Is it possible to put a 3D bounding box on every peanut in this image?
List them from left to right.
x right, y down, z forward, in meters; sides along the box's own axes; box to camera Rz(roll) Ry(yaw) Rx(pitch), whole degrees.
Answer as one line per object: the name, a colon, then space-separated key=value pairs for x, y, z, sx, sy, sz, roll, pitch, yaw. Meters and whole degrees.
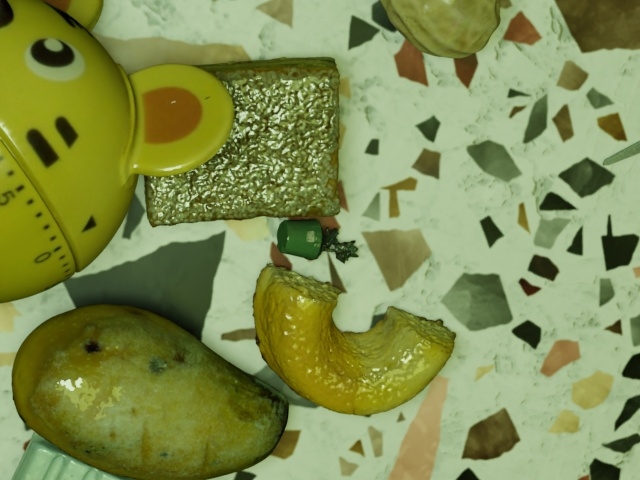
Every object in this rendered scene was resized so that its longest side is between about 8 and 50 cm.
peanut: x=0.105 y=-0.360 z=1.579 sx=0.153 sy=0.140 sz=0.325 roll=-29 pitch=97 yaw=-22

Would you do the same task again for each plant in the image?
plant: x=0.000 y=0.000 z=1.661 sx=0.102 sy=0.051 sz=0.051 roll=8 pitch=97 yaw=-23

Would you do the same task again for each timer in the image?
timer: x=-0.328 y=-0.129 z=1.452 sx=0.387 sy=0.376 sz=0.376 roll=-39 pitch=102 yaw=-15

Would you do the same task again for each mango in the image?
mango: x=-0.200 y=0.187 z=1.608 sx=0.329 sy=0.175 sz=0.176 roll=29 pitch=126 yaw=-31

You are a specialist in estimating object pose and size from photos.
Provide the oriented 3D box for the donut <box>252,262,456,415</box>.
donut: x=0.031 y=0.143 z=1.667 sx=0.259 sy=0.101 sz=0.152 roll=19 pitch=101 yaw=-15

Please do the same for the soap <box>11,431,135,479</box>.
soap: x=-0.325 y=0.378 z=1.645 sx=0.160 sy=0.087 sz=0.265 roll=25 pitch=94 yaw=-11

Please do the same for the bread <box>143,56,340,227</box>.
bread: x=-0.093 y=-0.118 z=1.600 sx=0.234 sy=0.110 sz=0.184 roll=-3 pitch=102 yaw=-6

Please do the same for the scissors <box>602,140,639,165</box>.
scissors: x=0.440 y=-0.135 z=1.724 sx=0.189 sy=0.015 sz=0.100 roll=-24 pitch=100 yaw=-2
